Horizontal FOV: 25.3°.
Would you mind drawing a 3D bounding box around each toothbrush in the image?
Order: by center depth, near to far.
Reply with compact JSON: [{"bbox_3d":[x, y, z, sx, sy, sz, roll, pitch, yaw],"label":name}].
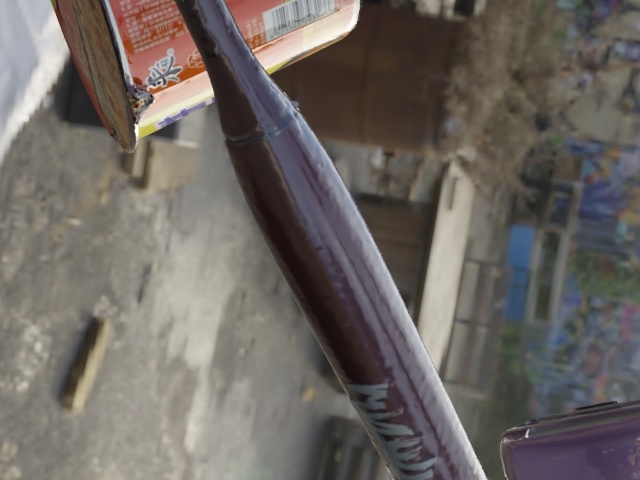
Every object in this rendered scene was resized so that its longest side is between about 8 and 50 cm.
[{"bbox_3d":[0.000,0.001,0.558,0.364,0.041,0.041,63,32,-30],"label":"toothbrush"}]

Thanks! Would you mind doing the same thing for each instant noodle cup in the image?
[{"bbox_3d":[-0.082,-0.182,0.926,0.213,0.174,0.213,159,-90,-76],"label":"instant noodle cup"}]

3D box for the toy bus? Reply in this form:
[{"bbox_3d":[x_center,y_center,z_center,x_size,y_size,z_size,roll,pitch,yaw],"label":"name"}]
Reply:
[{"bbox_3d":[0.211,0.219,1.011,0.142,0.142,0.203,10,68,-76],"label":"toy bus"}]
